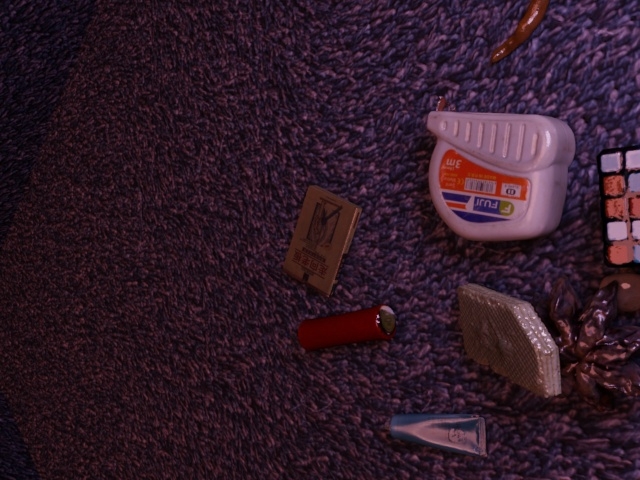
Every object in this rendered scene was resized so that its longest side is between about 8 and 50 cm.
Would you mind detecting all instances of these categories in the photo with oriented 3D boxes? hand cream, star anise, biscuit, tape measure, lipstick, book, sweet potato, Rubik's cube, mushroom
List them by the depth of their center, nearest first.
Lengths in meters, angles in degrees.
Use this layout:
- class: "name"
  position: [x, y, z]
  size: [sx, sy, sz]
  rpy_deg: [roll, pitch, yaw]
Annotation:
- class: "Rubik's cube"
  position: [0.541, -0.052, 0.927]
  size: [0.187, 0.184, 0.182]
  rpy_deg: [-4, 88, 40]
- class: "mushroom"
  position: [0.517, 0.075, 1.027]
  size: [0.085, 0.085, 0.079]
  rpy_deg: [-7, 44, 39]
- class: "star anise"
  position: [0.433, 0.180, 1.028]
  size: [0.236, 0.108, 0.223]
  rpy_deg: [57, 147, 20]
- class: "biscuit"
  position: [0.329, 0.172, 1.091]
  size: [0.252, 0.052, 0.151]
  rpy_deg: [-157, 58, -69]
- class: "tape measure"
  position: [0.326, -0.129, 1.138]
  size: [0.258, 0.130, 0.266]
  rpy_deg: [14, 104, 41]
- class: "sweet potato"
  position: [0.386, -0.405, 1.140]
  size: [0.044, 0.044, 0.179]
  rpy_deg: [49, 124, 28]
- class: "hand cream"
  position: [0.236, 0.398, 1.270]
  size: [0.224, 0.048, 0.083]
  rpy_deg: [-6, 84, 34]
- class: "lipstick"
  position: [0.057, 0.201, 1.384]
  size: [0.241, 0.080, 0.080]
  rpy_deg: [-18, 79, 38]
- class: "book"
  position: [0.000, 0.000, 1.462]
  size: [0.161, 0.026, 0.231]
  rpy_deg: [28, 108, 35]
